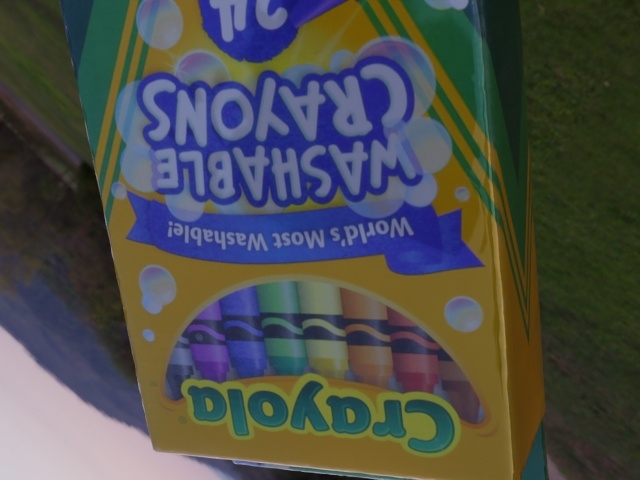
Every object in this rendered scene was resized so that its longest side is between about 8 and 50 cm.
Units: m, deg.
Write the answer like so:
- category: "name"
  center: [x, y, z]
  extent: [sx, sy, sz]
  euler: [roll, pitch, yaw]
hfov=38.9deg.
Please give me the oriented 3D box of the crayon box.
- category: "crayon box"
  center: [0.000, 0.000, 0.453]
  extent: [0.203, 0.083, 0.323]
  euler: [-1, 109, 24]
